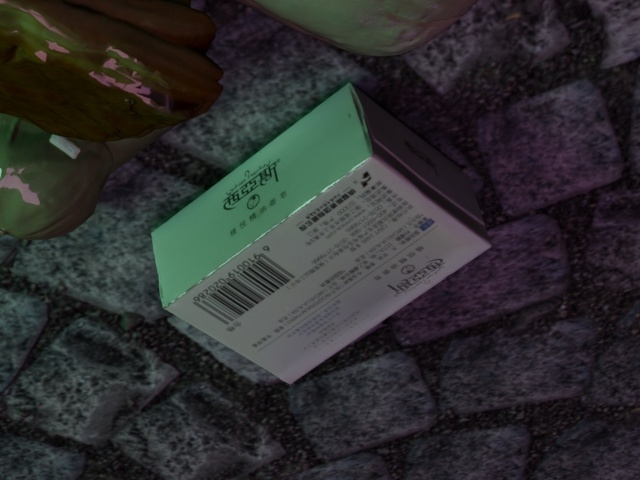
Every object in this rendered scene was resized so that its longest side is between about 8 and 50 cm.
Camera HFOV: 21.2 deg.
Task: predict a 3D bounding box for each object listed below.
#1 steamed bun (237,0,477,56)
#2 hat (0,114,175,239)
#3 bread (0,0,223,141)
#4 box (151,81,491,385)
[{"bbox_3d":[0.062,-0.301,1.322,0.247,0.236,0.383,15,131,-30],"label":"steamed bun"},{"bbox_3d":[-0.218,-0.075,1.581,0.173,0.144,0.166,-10,146,31],"label":"hat"},{"bbox_3d":[-0.245,-0.204,1.364,0.324,0.167,0.277,23,165,-27],"label":"bread"},{"bbox_3d":[-0.001,-0.002,1.718,0.274,0.116,0.203,-36,134,22],"label":"box"}]
